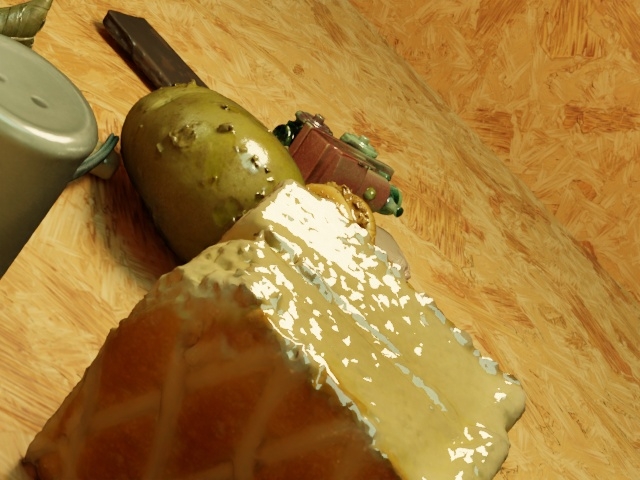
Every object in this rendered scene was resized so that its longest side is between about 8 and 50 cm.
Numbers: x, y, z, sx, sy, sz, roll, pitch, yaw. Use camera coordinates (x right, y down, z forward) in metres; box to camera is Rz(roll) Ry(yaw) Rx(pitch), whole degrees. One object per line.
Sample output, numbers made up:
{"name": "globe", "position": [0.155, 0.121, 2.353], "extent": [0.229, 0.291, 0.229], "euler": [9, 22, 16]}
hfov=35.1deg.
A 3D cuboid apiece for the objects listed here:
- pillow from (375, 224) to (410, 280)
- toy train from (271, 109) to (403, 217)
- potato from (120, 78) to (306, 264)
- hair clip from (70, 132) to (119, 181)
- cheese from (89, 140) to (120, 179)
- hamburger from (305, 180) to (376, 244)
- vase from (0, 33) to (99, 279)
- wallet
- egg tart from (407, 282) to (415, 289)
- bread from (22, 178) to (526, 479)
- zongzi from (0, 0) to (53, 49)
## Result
{"name": "pillow", "position": [0.064, -0.001, 1.932], "extent": [0.270, 0.067, 0.173], "euler": [22, 26, -40]}
{"name": "toy train", "position": [0.041, -0.133, 1.976], "extent": [0.304, 0.150, 0.221], "euler": [21, 17, -45]}
{"name": "potato", "position": [-0.175, -0.105, 1.504], "extent": [0.359, 0.219, 0.270], "euler": [49, -22, 32]}
{"name": "hair clip", "position": [-0.353, -0.106, 1.434], "extent": [0.070, 0.039, 0.229], "euler": [51, 32, 2]}
{"name": "cheese", "position": [-0.385, -0.147, 1.494], "extent": [0.194, 0.043, 0.065], "euler": [23, 24, -36]}
{"name": "hamburger", "position": [0.005, -0.008, 1.685], "extent": [0.118, 0.191, 0.182], "euler": [3, 64, -57]}
{"name": "vase", "position": [-0.381, -0.061, 1.041], "extent": [0.245, 0.291, 0.245], "euler": [34, 23, -17]}
{"name": "wallet", "position": [-0.289, -0.321, 1.944], "extent": [0.309, 0.042, 0.165], "euler": [49, 22, 9]}
{"name": "egg tart", "position": [-0.018, 0.150, 1.344], "extent": [0.351, 0.153, 0.339], "euler": [-34, 74, -28]}
{"name": "bread", "position": [-0.044, 0.197, 1.032], "extent": [0.371, 0.390, 0.279], "euler": [45, 34, 3]}
{"name": "zongzi", "position": [-0.498, -0.353, 1.550], "extent": [0.154, 0.130, 0.062], "euler": [17, 25, -46]}
